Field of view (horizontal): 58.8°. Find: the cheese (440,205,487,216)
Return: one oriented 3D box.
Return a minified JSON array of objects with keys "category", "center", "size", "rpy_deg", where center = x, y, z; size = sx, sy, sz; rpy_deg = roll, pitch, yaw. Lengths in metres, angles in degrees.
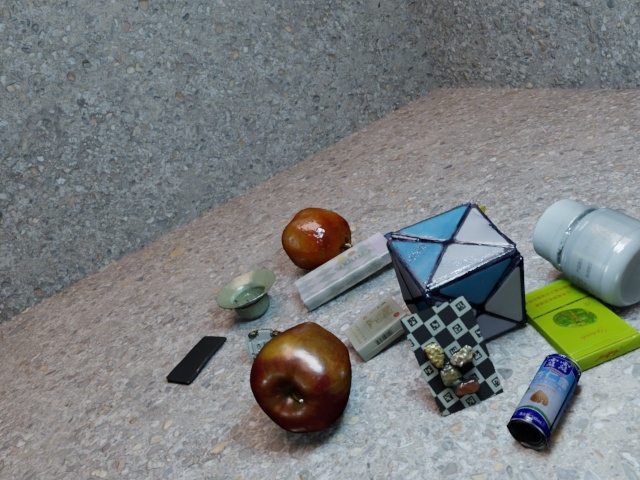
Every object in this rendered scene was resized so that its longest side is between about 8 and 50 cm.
[{"category":"cheese","center":[0.575,-0.075,2.242],"size":[0.171,0.093,0.126],"rpy_deg":[-16,25,9]}]

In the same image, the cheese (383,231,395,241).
[{"category":"cheese","center":[0.328,0.016,2.280],"size":[0.189,0.074,0.286],"rpy_deg":[-28,25,-18]}]

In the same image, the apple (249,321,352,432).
[{"category":"apple","center":[-0.051,0.386,1.617],"size":[0.288,0.288,0.317],"rpy_deg":[-14,13,16]}]

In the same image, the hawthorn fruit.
[{"category":"hawthorn fruit","center":[0.000,0.000,2.365],"size":[0.300,0.275,0.275],"rpy_deg":[11,38,27]}]

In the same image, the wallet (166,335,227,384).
[{"category":"wallet","center":[-0.459,0.440,2.116],"size":[0.124,0.025,0.244],"rpy_deg":[-3,30,34]}]

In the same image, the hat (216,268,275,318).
[{"category":"hat","center":[-0.274,0.237,2.248],"size":[0.257,0.130,0.257],"rpy_deg":[-18,24,8]}]

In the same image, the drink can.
[{"category":"drink can","center":[0.539,0.382,1.361],"size":[0.097,0.097,0.235],"rpy_deg":[5,37,44]}]

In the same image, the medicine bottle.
[{"category":"medicine bottle","center":[0.802,0.023,1.647],"size":[0.245,0.245,0.306],"rpy_deg":[-29,36,-15]}]

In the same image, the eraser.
[{"category":"eraser","center":[0.094,0.116,2.195],"size":[0.397,0.082,0.213],"rpy_deg":[-31,27,-1]}]

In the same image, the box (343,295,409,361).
[{"category":"box","center":[0.185,0.282,1.831],"size":[0.201,0.058,0.141],"rpy_deg":[-39,26,-2]}]

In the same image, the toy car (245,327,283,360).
[{"category":"toy car","center":[-0.189,0.354,2.000],"size":[0.139,0.112,0.112],"rpy_deg":[-11,10,1]}]

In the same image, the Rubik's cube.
[{"category":"Rubik's cube","center":[0.401,0.115,1.683],"size":[0.305,0.310,0.307],"rpy_deg":[-21,37,-3]}]

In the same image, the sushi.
[{"category":"sushi","center":[0.345,0.303,1.470],"size":[0.192,0.279,0.043],"rpy_deg":[-20,-3,-1]}]

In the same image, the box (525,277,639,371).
[{"category":"box","center":[0.708,0.225,1.596],"size":[0.187,0.047,0.335],"rpy_deg":[-22,24,-1]}]
